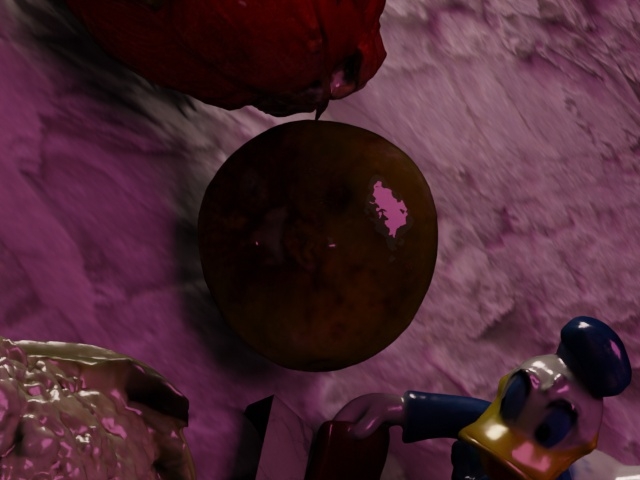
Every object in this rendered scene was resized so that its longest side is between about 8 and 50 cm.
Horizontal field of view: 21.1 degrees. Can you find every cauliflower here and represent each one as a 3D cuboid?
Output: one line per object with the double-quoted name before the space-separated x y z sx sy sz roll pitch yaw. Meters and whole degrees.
"cauliflower" -0.208 0.120 0.885 0.315 0.239 0.256 26 23 0

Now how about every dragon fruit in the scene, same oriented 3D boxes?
"dragon fruit" -0.074 -0.247 1.233 0.277 0.277 0.343 -15 92 -59

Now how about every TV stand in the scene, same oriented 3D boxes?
"TV stand" -0.049 0.219 1.166 0.049 0.040 0.256 44 37 -29

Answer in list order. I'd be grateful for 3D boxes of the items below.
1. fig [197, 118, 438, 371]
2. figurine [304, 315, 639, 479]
"fig" 0.000 0.000 1.270 0.181 0.181 0.191 62 13 -6
"figurine" 0.128 0.152 1.289 0.283 0.338 0.205 5 51 -17
